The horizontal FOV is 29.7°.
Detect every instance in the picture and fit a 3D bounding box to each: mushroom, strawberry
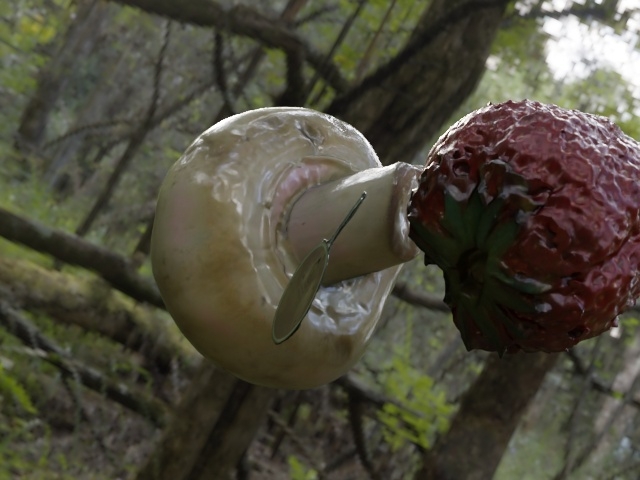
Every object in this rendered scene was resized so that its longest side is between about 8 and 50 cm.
[{"bbox_3d":[-0.020,0.015,1.498,0.353,0.325,0.353,4,23,-2],"label":"mushroom"},{"bbox_3d":[0.242,-0.026,1.241,0.238,0.288,0.250,14,-56,49],"label":"strawberry"}]

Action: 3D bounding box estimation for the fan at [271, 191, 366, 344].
[{"bbox_3d":[-0.002,0.019,0.883,0.005,0.133,0.085,27,20,-15],"label":"fan"}]
